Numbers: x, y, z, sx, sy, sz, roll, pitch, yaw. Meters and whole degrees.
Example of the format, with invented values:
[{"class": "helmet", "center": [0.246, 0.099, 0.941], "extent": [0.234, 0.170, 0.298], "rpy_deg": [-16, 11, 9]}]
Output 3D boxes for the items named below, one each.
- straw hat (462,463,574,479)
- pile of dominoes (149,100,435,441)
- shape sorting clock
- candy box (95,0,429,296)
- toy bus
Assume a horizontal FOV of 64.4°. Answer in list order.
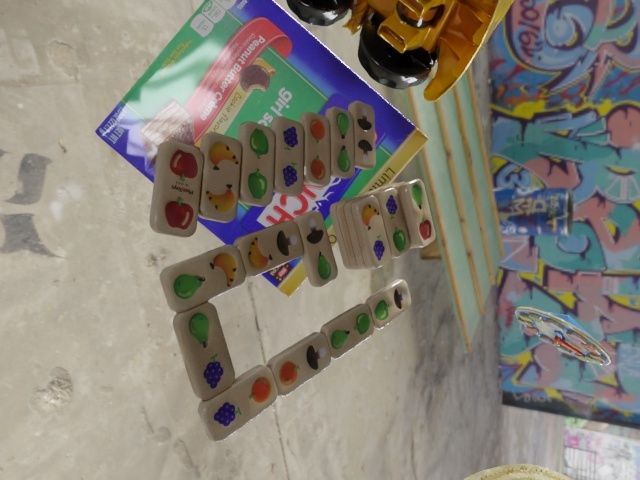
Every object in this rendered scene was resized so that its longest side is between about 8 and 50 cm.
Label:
[{"class": "straw hat", "center": [0.098, 0.173, 0.214], "extent": [0.061, 0.144, 0.144], "rpy_deg": [96, 8, -69]}, {"class": "pile of dominoes", "center": [0.000, 0.000, 0.381], "extent": [0.251, 0.040, 0.196], "rpy_deg": [-24, 103, -44]}, {"class": "shape sorting clock", "center": [0.512, 0.205, 1.085], "extent": [0.040, 0.206, 0.206], "rpy_deg": [-56, 141, -13]}, {"class": "candy box", "center": [-0.072, -0.127, 0.665], "extent": [0.268, 0.317, 0.122], "rpy_deg": [-49, -176, 2]}, {"class": "toy bus", "center": [0.090, -0.273, 0.451], "extent": [0.211, 0.220, 0.149], "rpy_deg": [-49, 174, -21]}]
